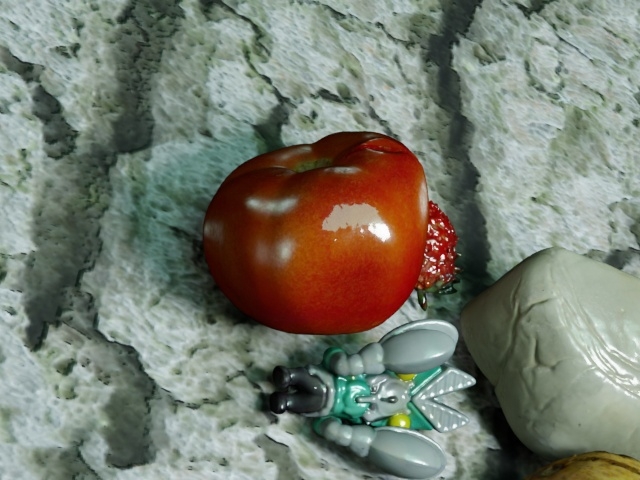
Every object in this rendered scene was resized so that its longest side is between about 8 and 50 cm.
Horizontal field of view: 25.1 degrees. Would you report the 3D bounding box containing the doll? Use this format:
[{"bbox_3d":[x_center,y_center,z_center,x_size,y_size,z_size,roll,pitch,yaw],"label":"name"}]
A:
[{"bbox_3d":[0.078,0.211,1.794,0.258,0.153,0.195,-22,110,-12],"label":"doll"}]

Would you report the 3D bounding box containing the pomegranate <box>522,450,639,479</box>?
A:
[{"bbox_3d":[0.333,0.398,1.782,0.281,0.281,0.281,13,63,-26],"label":"pomegranate"}]

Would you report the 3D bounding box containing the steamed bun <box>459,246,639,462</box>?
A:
[{"bbox_3d":[0.383,0.184,1.910,0.383,0.247,0.236,21,54,-25],"label":"steamed bun"}]

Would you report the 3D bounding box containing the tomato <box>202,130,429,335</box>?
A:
[{"bbox_3d":[0.000,0.000,1.771,0.298,0.298,0.226,-33,121,-37],"label":"tomato"}]

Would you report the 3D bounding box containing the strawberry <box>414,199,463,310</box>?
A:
[{"bbox_3d":[0.132,-0.009,1.955,0.140,0.085,0.192,18,59,-21],"label":"strawberry"}]
